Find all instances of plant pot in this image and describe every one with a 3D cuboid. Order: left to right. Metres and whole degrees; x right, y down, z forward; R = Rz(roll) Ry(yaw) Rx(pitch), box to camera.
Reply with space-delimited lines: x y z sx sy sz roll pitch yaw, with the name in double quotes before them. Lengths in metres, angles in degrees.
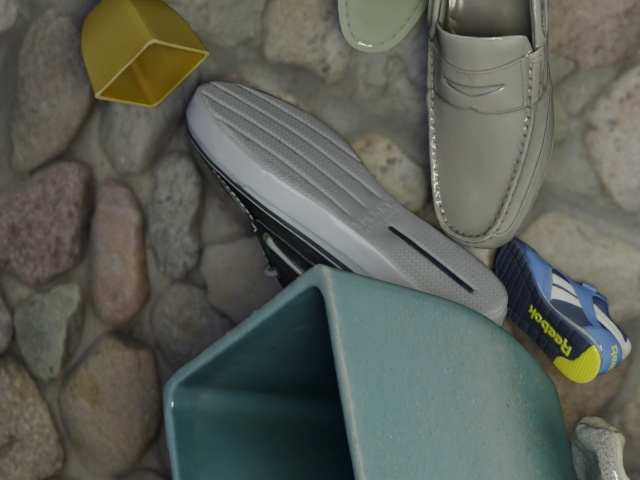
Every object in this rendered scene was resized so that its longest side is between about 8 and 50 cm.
"plant pot" -0.167 -0.179 1.405 0.081 0.081 0.083 -41 65 26
"plant pot" 0.058 0.185 1.188 0.247 0.252 0.247 -39 53 47

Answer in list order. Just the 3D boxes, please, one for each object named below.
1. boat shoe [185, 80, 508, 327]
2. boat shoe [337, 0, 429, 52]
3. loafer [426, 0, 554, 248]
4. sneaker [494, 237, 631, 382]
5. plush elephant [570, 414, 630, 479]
"boat shoe" 0.000 0.000 1.312 0.335 0.121 0.119 43 127 20
"boat shoe" 0.065 -0.267 1.276 0.081 0.068 0.227 12 108 -10
"loafer" 0.127 -0.149 1.230 0.112 0.111 0.319 7 100 28
"sneaker" 0.193 0.054 1.260 0.144 0.059 0.053 55 140 31
"plush elephant" 0.294 0.225 1.043 0.330 0.255 0.271 -30 57 14
